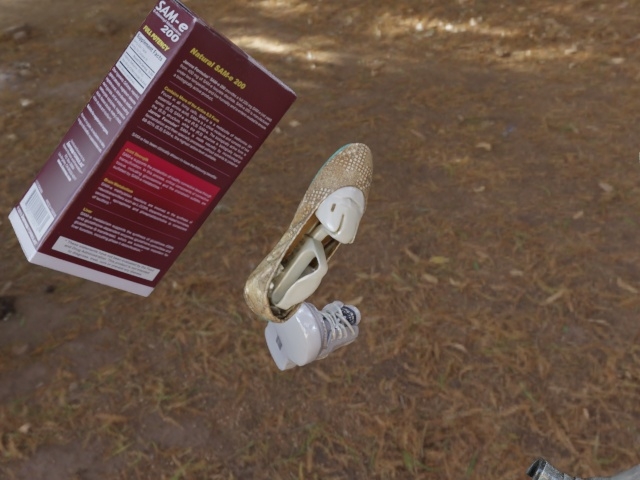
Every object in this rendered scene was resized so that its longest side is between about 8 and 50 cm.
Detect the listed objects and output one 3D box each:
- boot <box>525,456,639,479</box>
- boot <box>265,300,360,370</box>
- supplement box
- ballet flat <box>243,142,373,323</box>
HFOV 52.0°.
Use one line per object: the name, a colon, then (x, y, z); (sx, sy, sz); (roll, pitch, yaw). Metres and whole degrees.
boot: (0.361, 0.334, 0.873); (0.161, 0.247, 0.083); (21, 43, 16)
boot: (-0.001, 0.115, 0.915); (0.123, 0.095, 0.258); (-22, -9, -16)
supplement box: (-0.146, -0.075, 0.578); (0.239, 0.130, 0.073); (-51, 51, 9)
ballet flat: (0.000, 0.000, 0.659); (0.206, 0.073, 0.067); (-57, 40, 12)
